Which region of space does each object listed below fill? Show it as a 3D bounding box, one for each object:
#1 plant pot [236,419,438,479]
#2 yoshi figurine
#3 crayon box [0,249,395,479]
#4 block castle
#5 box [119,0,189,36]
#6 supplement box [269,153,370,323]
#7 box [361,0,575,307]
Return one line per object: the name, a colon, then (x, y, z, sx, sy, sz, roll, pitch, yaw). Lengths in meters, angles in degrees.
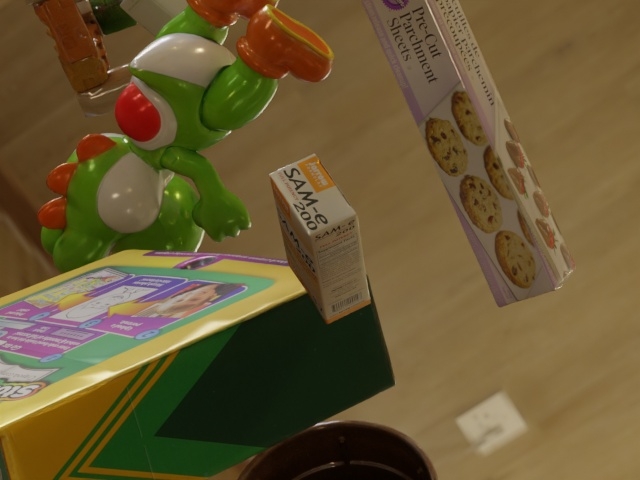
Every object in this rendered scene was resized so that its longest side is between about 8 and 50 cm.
plant pot: (0.023, 0.259, 1.303, 0.167, 0.167, 0.165, -111, -174, -49)
yoshi figurine: (-0.140, -0.100, 1.705, 0.203, 0.362, 0.203, 38, 15, -11)
crayon box: (-0.179, 0.109, 1.263, 0.363, 0.313, 0.106, 3, -68, 55)
block castle: (-0.292, -0.417, 2.172, 0.303, 0.212, 0.453, 70, 1, -50)
box: (-0.157, -0.276, 1.859, 0.102, 0.087, 0.101, 39, -16, -12)
supplement box: (0.000, 0.000, 1.078, 0.062, 0.036, 0.098, 56, -15, 37)
box: (0.133, -0.099, 1.473, 0.063, 0.067, 0.324, -36, 104, -57)
